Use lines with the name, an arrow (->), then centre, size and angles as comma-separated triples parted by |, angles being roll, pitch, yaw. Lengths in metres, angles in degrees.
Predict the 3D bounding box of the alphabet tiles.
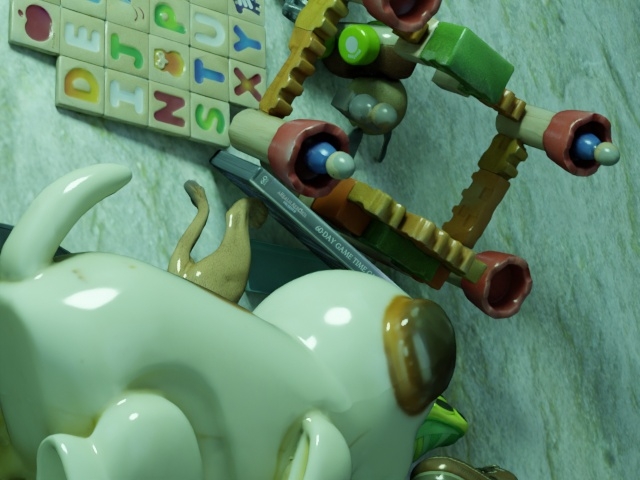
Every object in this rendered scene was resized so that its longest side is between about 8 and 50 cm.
alphabet tiles -> -0.199, -0.262, 1.513 | 0.342, 0.011, 0.285 | 12, 69, -39

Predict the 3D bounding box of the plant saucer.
plant saucer -> -0.024, 0.043, 1.594 | 0.192, 0.018, 0.067 | 12, 62, -46

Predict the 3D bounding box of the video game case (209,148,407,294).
video game case -> 0.000, 0.000, 1.507 | 0.274, 0.196, 0.026 | 42, 85, -19

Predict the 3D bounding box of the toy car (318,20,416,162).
toy car -> 0.060, -0.194, 1.753 | 0.155, 0.149, 0.188 | -9, 107, -46

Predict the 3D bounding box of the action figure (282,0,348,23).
action figure -> 0.062, -0.420, 1.732 | 0.330, 0.178, 0.341 | 5, 38, -1

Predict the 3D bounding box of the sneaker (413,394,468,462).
sneaker -> 0.079, 0.225, 1.566 | 0.109, 0.123, 0.295 | 42, 14, 24

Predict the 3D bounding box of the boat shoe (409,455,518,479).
boat shoe -> 0.193, 0.329, 1.622 | 0.307, 0.111, 0.104 | 52, 38, -43

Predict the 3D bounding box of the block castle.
block castle -> 0.140, -0.114, 1.588 | 0.453, 0.213, 0.303 | 32, 87, -40

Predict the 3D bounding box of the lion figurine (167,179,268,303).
lion figurine -> -0.091, 0.132, 1.354 | 0.392, 0.142, 0.240 | 60, 27, -1

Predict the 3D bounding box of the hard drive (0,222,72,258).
hard drive -> -0.230, 0.108, 1.249 | 0.254, 0.054, 0.172 | 49, 39, -47

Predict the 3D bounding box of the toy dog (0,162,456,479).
toy dog -> -0.085, 0.138, 1.132 | 0.408, 0.284, 0.395 | -4, 81, -34
